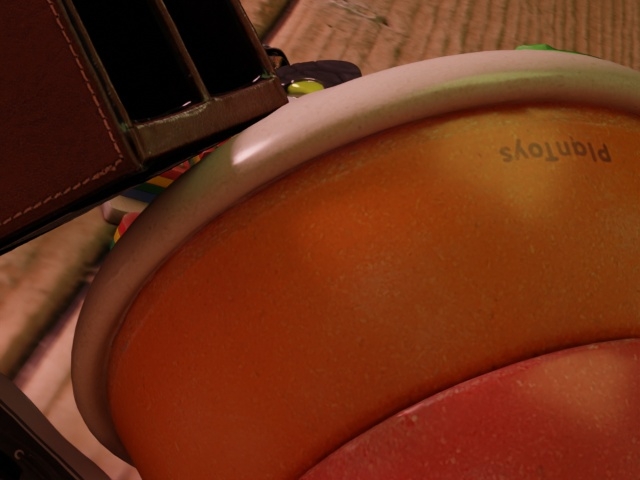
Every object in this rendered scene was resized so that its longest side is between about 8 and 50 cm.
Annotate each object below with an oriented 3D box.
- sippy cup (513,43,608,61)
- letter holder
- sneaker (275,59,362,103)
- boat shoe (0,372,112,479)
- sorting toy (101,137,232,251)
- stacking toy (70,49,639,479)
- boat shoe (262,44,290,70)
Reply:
[{"bbox_3d":[0.193,-0.031,1.305,0.305,0.240,0.224,63,20,5],"label":"sippy cup"},{"bbox_3d":[-0.209,-0.086,0.802,0.214,0.302,0.152,64,27,-3],"label":"letter holder"},{"bbox_3d":[0.000,0.000,1.155,0.111,0.121,0.300,-10,38,19],"label":"sneaker"},{"bbox_3d":[-0.140,0.124,0.852,0.040,0.049,0.142,-36,62,-27],"label":"boat shoe"},{"bbox_3d":[-0.101,-0.055,1.245,0.132,0.046,0.274,16,26,-24],"label":"sorting toy"},{"bbox_3d":[0.102,0.185,0.751,0.351,0.350,0.480,8,48,-36],"label":"stacking toy"},{"bbox_3d":[-0.051,-0.133,1.426,0.183,0.066,0.066,27,23,1],"label":"boat shoe"}]
